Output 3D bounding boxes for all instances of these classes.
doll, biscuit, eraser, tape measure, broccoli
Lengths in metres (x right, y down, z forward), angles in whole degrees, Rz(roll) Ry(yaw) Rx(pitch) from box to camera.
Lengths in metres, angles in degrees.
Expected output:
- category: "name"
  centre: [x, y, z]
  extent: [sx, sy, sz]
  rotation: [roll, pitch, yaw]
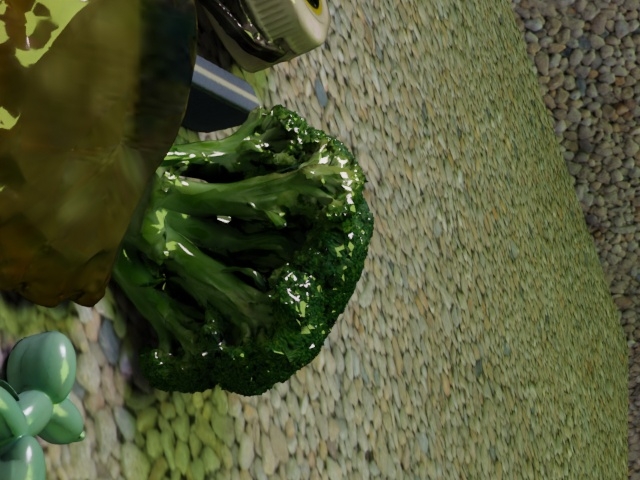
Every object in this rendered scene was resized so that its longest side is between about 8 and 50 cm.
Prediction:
- category: "doll"
  centre: [-0.226, 0.123, 0.990]
  extent: [0.159, 0.059, 0.158]
  rotation: [58, 27, -36]
- category: "biscuit"
  centre: [-0.190, -0.096, 1.064]
  extent: [0.329, 0.078, 0.335]
  rotation: [-49, 146, -44]
- category: "eraser"
  centre: [-0.141, -0.153, 1.359]
  extent: [0.225, 0.082, 0.036]
  rotation: [18, 62, -66]
- category: "tape measure"
  centre: [-0.097, -0.330, 1.530]
  extent: [0.231, 0.133, 0.271]
  rotation: [-74, 143, -66]
- category: "broccoli"
  centre: [-0.072, 0.005, 1.248]
  extent: [0.245, 0.265, 0.294]
  rotation: [16, 63, -23]

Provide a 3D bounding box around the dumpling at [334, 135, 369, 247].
- category: "dumpling"
  centre: [0.001, -0.004, 1.583]
  extent: [0.166, 0.126, 0.216]
  rotation: [64, 15, -72]
